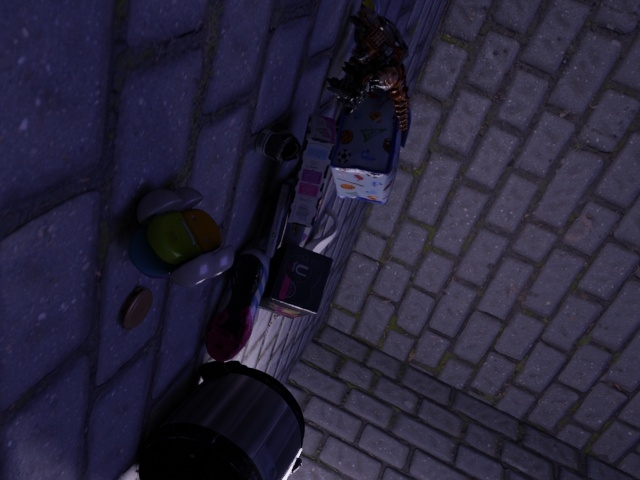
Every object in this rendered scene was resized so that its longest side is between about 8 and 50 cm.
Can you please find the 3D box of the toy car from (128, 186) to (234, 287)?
[{"bbox_3d":[-0.241,0.006,0.945,0.136,0.159,0.182,-29,180,16],"label":"toy car"}]

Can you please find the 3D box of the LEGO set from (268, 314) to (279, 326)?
[{"bbox_3d":[-0.182,0.318,2.354,0.083,0.024,0.054,-61,170,-23],"label":"LEGO set"}]

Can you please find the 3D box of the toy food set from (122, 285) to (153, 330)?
[{"bbox_3d":[-0.330,0.122,1.043,0.082,0.020,0.083,-61,170,-21],"label":"toy food set"}]

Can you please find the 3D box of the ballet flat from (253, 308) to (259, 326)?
[{"bbox_3d":[-0.218,0.208,1.831,0.052,0.057,0.168,15,97,-52],"label":"ballet flat"}]

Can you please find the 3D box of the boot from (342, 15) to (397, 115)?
[{"bbox_3d":[0.138,-0.515,1.741,0.228,0.091,0.263,-62,172,-19],"label":"boot"}]

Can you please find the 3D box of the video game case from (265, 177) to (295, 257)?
[{"bbox_3d":[-0.106,-0.068,1.570,0.212,0.023,0.193,-80,-176,-79],"label":"video game case"}]

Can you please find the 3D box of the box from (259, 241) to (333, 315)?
[{"bbox_3d":[-0.091,0.122,1.661,0.270,0.144,0.165,151,-42,-68],"label":"box"}]

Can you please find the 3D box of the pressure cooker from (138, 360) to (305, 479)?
[{"bbox_3d":[-0.241,0.565,1.609,0.420,0.376,0.369,-45,156,-62],"label":"pressure cooker"}]

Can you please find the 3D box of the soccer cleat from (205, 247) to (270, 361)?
[{"bbox_3d":[-0.207,0.172,1.558,0.331,0.116,0.143,-68,170,17],"label":"soccer cleat"}]

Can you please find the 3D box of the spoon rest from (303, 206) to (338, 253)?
[{"bbox_3d":[0.000,0.000,2.348,0.276,0.084,0.137,-63,170,-17],"label":"spoon rest"}]

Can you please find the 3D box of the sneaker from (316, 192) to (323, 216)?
[{"bbox_3d":[-0.021,-0.121,2.037,0.067,0.042,0.118,101,9,-69],"label":"sneaker"}]

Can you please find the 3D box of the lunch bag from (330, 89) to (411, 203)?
[{"bbox_3d":[0.182,-0.359,1.999,0.328,0.239,0.385,77,23,-74],"label":"lunch bag"}]

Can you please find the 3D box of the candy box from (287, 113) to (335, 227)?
[{"bbox_3d":[-0.022,-0.172,1.420,0.159,0.071,0.233,-87,-171,-57],"label":"candy box"}]

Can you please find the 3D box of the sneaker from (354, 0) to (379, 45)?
[{"bbox_3d":[0.134,-0.604,1.604,0.144,0.053,0.059,106,11,-48],"label":"sneaker"}]

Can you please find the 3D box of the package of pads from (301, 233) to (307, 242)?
[{"bbox_3d":[-0.082,-0.007,1.978,0.032,0.050,0.083,-64,172,28],"label":"package of pads"}]

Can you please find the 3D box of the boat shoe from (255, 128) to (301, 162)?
[{"bbox_3d":[-0.085,-0.214,1.359,0.077,0.070,0.219,-68,170,13],"label":"boat shoe"}]

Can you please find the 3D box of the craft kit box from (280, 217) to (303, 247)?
[{"bbox_3d":[-0.048,-0.118,1.732,0.249,0.061,0.246,-72,177,-49],"label":"craft kit box"}]

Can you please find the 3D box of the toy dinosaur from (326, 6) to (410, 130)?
[{"bbox_3d":[0.147,-0.444,1.545,0.164,0.219,0.321,-22,97,-55],"label":"toy dinosaur"}]
